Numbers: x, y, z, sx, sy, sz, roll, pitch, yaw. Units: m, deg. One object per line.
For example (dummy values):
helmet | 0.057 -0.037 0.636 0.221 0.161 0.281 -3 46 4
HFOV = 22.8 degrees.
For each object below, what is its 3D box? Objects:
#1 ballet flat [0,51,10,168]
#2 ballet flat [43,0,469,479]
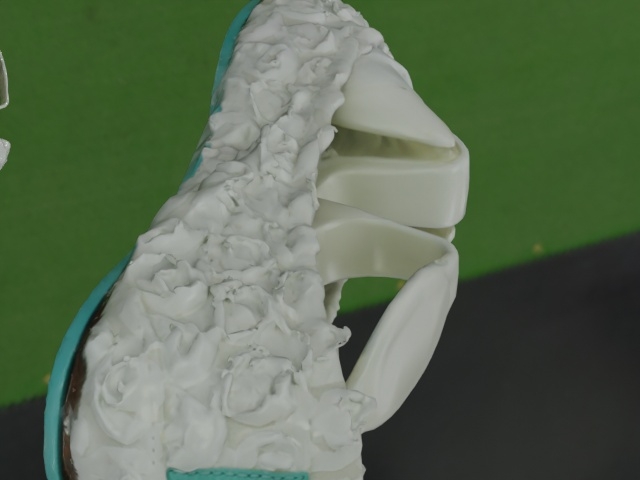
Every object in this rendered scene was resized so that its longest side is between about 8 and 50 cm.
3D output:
ballet flat | -0.281 -0.097 1.269 0.074 0.074 0.203 4 82 -46
ballet flat | 0.000 0.000 0.717 0.409 0.147 0.147 -71 170 -57
